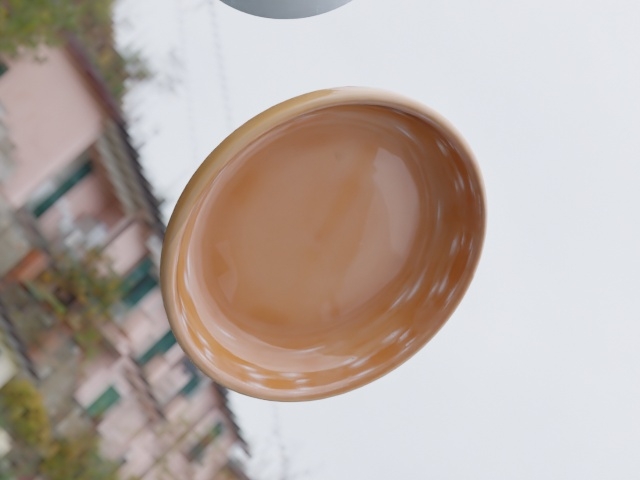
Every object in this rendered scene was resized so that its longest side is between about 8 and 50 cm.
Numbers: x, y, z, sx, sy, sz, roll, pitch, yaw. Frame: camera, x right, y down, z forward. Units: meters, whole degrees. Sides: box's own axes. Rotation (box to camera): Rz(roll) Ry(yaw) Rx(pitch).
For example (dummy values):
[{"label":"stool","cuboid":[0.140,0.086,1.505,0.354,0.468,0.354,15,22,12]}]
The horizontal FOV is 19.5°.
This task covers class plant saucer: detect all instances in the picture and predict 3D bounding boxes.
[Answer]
[{"label":"plant saucer","cuboid":[0.000,0.000,1.062,0.200,0.200,0.037,60,-6,-37]}]

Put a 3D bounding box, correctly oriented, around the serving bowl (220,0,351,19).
[{"label":"serving bowl","cuboid":[-0.012,-0.122,0.666,0.083,0.083,0.027,41,-14,17]}]
